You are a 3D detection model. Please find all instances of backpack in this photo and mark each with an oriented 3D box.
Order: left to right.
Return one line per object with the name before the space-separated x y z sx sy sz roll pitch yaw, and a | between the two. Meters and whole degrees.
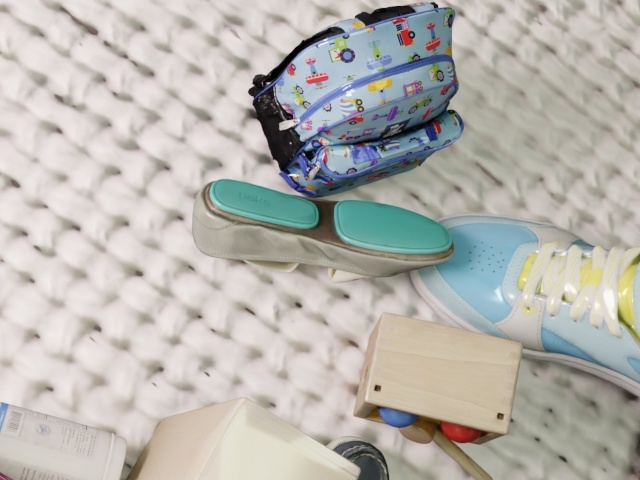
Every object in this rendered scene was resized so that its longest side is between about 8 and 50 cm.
backpack | 0.041 -0.115 0.929 0.158 0.173 0.117 -17 85 -21

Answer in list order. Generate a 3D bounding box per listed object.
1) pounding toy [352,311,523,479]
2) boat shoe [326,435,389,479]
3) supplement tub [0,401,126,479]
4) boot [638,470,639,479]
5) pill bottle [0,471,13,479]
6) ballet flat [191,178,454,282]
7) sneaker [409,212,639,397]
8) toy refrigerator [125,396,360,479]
pounding toy | 0.096 0.131 0.932 0.130 0.141 0.100 13 75 0
boat shoe | 0.000 0.272 0.889 0.095 0.079 0.255 28 72 -11
supplement tub | -0.203 0.163 0.851 0.107 0.071 0.071 19 74 -13
boot | 0.399 0.182 0.981 0.248 0.090 0.207 6 71 20
pill bottle | -0.247 0.222 0.751 0.283 0.160 0.160 41 69 -25
ballet flat | 0.000 0.000 0.949 0.213 0.068 0.072 11 38 -7
sneaker | 0.230 0.033 0.917 0.319 0.208 0.127 20 72 5
toy refrigerator | -0.069 0.179 0.784 0.094 0.269 0.102 33 71 -9
